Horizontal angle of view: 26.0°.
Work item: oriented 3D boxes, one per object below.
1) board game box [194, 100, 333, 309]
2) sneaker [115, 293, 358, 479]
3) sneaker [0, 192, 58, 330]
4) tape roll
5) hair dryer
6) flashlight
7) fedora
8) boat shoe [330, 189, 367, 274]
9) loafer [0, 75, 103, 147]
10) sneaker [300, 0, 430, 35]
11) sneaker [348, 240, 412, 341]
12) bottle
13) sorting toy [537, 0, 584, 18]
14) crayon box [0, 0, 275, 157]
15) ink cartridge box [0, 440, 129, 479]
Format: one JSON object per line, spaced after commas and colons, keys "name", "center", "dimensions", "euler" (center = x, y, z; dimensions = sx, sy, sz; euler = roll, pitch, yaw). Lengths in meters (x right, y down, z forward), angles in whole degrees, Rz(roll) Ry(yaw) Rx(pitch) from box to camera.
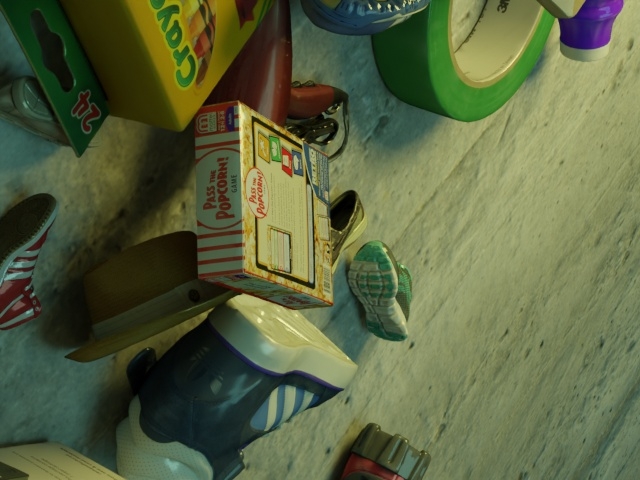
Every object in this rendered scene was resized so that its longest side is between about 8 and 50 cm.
{"name": "board game box", "center": [-0.045, -0.025, 1.207], "dimensions": [0.193, 0.045, 0.146], "euler": [27, 59, -65]}
{"name": "sneaker", "center": [-0.100, 0.177, 1.430], "dimensions": [0.236, 0.130, 0.323], "euler": [-50, 163, 5]}
{"name": "sneaker", "center": [-0.246, 0.020, 1.150], "dimensions": [0.118, 0.042, 0.067], "euler": [-54, 143, -9]}
{"name": "tape roll", "center": [0.180, -0.299, 1.586], "dimensions": [0.321, 0.077, 0.321], "euler": [-34, 135, -44]}
{"name": "hair dryer", "center": [-0.048, -0.137, 1.362], "dimensions": [0.293, 0.080, 0.223], "euler": [83, 25, -47]}
{"name": "flashlight", "center": [0.031, 0.385, 1.755], "dimensions": [0.304, 0.103, 0.103], "euler": [-61, 150, -13]}
{"name": "fedora", "center": [-0.152, 0.042, 1.245], "dimensions": [0.194, 0.194, 0.079], "euler": [-26, 92, -49]}
{"name": "boat shoe", "center": [0.000, 0.000, 1.520], "dimensions": [0.152, 0.056, 0.049], "euler": [-54, 143, -41]}
{"name": "loafer", "center": [-0.223, -0.103, 1.124], "dimensions": [0.125, 0.039, 0.045], "euler": [28, 53, -65]}
{"name": "sneaker", "center": [0.037, -0.231, 1.293], "dimensions": [0.131, 0.112, 0.296], "euler": [-47, -177, 31]}
{"name": "sneaker", "center": [0.078, 0.047, 1.675], "dimensions": [0.166, 0.065, 0.076], "euler": [77, 29, -49]}
{"name": "bottle", "center": [0.341, -0.364, 1.759], "dimensions": [0.092, 0.118, 0.282], "euler": [-42, 141, -38]}
{"name": "sorting toy", "center": [0.214, -0.402, 1.410], "dimensions": [0.255, 0.089, 0.257], "euler": [38, 78, -25]}
{"name": "crayon box", "center": [-0.118, -0.235, 1.118], "dimensions": [0.318, 0.081, 0.202], "euler": [-59, 149, -28]}
{"name": "ink cartridge box", "center": [-0.303, 0.288, 1.157], "dimensions": [0.273, 0.115, 0.198], "euler": [3, 106, -58]}
